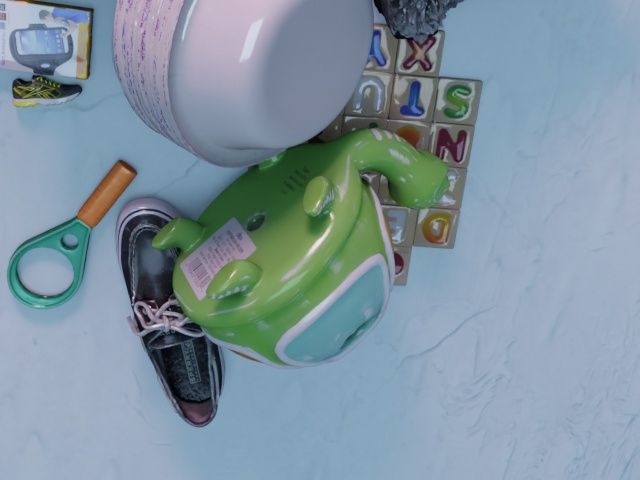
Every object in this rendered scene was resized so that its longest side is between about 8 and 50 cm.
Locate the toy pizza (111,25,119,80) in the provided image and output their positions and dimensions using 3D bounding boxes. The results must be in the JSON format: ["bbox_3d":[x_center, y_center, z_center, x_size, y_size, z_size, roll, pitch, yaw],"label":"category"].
[{"bbox_3d":[-0.145,-0.220,1.041,0.201,0.032,0.201,-1,111,-3],"label":"toy pizza"}]

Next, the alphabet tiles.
[{"bbox_3d":[0.051,-0.102,1.129,0.285,0.011,0.343,4,112,-8],"label":"alphabet tiles"}]

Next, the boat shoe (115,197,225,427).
[{"bbox_3d":[-0.191,0.099,1.131,0.113,0.105,0.306,-9,113,-3],"label":"boat shoe"}]

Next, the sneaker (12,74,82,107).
[{"bbox_3d":[-0.324,-0.178,1.042,0.083,0.031,0.035,-8,112,-3],"label":"sneaker"}]

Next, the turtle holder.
[{"bbox_3d":[-0.016,0.004,1.058,0.227,0.243,0.320,49,60,-36],"label":"turtle holder"}]

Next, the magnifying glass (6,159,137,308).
[{"bbox_3d":[-0.310,-0.006,1.118,0.092,0.026,0.231,37,103,-19],"label":"magnifying glass"}]

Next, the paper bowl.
[{"bbox_3d":[-0.057,-0.208,0.907,0.284,0.148,0.284,-36,144,-33],"label":"paper bowl"}]

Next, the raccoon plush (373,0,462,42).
[{"bbox_3d":[0.184,-0.353,0.849,0.299,0.446,0.216,-18,86,2],"label":"raccoon plush"}]

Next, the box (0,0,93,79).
[{"bbox_3d":[-0.334,-0.235,1.021,0.136,0.028,0.081,5,112,-11],"label":"box"}]
